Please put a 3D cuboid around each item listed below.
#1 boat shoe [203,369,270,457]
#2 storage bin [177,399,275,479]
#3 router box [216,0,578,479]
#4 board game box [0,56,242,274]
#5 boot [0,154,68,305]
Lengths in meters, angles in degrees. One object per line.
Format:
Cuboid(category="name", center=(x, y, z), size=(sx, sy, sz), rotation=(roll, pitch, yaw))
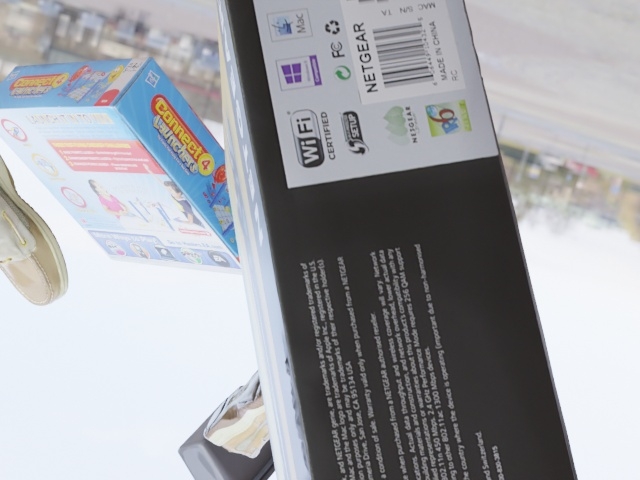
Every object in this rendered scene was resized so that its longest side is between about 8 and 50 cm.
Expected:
Cuboid(category="boat shoe", center=(-0.040, 0.158, 1.204), size=(0.072, 0.068, 0.190), rotation=(37, 145, -8))
Cuboid(category="storage bin", center=(-0.110, 0.256, 1.559), size=(0.098, 0.091, 0.135), rotation=(-24, -166, 44))
Cuboid(category="router box", center=(0.023, 0.067, 0.483), size=(0.081, 0.309, 0.243), rotation=(-9, 164, -6))
Cuboid(category="board game box", center=(-0.245, -0.092, 1.644), size=(0.308, 0.086, 0.302), rotation=(5, 142, 45))
Cuboid(category="boot", center=(-0.343, 0.014, 1.227), size=(0.077, 0.213, 0.165), rotation=(-6, -146, 32))
